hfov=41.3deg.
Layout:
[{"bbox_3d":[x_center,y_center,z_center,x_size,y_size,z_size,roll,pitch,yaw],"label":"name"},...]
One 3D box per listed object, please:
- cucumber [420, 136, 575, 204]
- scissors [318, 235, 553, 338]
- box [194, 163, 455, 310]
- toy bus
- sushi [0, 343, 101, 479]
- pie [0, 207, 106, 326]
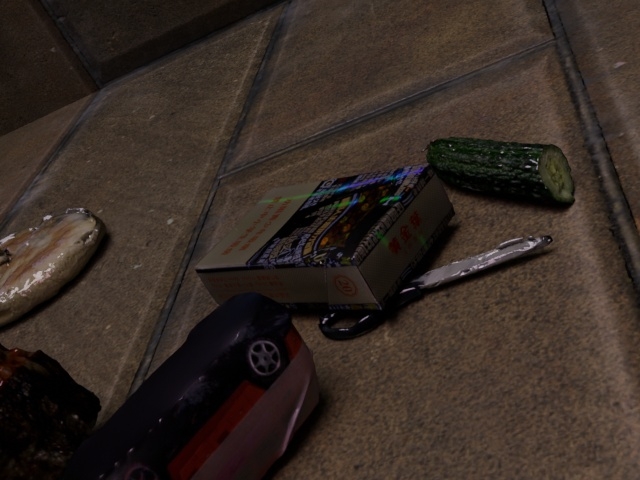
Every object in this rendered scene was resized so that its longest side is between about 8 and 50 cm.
[{"bbox_3d":[0.222,-0.097,1.118,0.077,0.077,0.265,-42,28,-21],"label":"cucumber"},{"bbox_3d":[0.131,0.046,1.015,0.300,0.022,0.109,-21,29,22],"label":"scissors"},{"bbox_3d":[0.000,0.000,1.128,0.310,0.084,0.198,-5,34,45],"label":"box"},{"bbox_3d":[-0.127,0.201,0.885,0.127,0.147,0.303,3,43,51],"label":"toy bus"},{"bbox_3d":[-0.374,0.238,0.950,0.196,0.182,0.343,-56,6,3],"label":"sushi"},{"bbox_3d":[-0.555,0.048,1.623,0.337,0.075,0.337,-18,30,11],"label":"pie"}]
